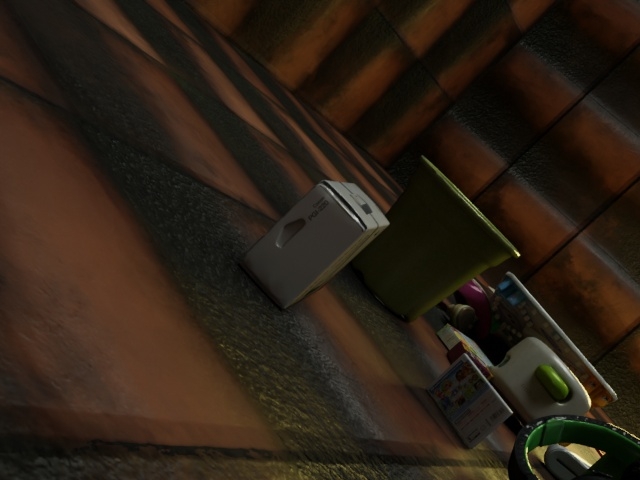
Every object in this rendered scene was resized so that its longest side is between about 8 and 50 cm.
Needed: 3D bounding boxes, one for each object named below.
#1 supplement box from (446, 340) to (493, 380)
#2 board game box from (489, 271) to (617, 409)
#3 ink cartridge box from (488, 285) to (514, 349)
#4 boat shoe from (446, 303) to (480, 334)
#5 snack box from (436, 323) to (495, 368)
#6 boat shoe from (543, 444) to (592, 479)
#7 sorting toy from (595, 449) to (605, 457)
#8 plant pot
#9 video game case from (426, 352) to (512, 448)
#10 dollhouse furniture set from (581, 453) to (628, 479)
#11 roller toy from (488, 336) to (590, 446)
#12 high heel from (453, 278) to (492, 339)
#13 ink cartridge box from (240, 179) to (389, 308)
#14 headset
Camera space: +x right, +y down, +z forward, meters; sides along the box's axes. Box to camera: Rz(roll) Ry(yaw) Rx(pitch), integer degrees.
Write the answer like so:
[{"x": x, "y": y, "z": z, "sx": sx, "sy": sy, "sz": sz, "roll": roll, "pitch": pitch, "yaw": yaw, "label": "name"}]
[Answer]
[{"x": 0.305, "y": 0.254, "z": 1.565, "sx": 0.083, "sy": 0.043, "sz": 0.055, "roll": 42, "pitch": 12, "yaw": -16, "label": "supplement box"}, {"x": 0.573, "y": 0.294, "z": 2.017, "sx": 0.390, "sy": 0.050, "sz": 0.390, "roll": 52, "pitch": -9, "yaw": 16, "label": "board game box"}, {"x": 0.596, "y": 0.305, "z": 2.254, "sx": 0.308, "sy": 0.091, "sz": 0.385, "roll": 51, "pitch": 7, "yaw": 25, "label": "ink cartridge box"}, {"x": 0.347, "y": 0.191, "z": 1.931, "sx": 0.072, "sy": 0.068, "sz": 0.190, "roll": 37, "pitch": -4, "yaw": 26, "label": "boat shoe"}, {"x": 0.324, "y": 0.247, "z": 1.679, "sx": 0.141, "sy": 0.037, "sz": 0.100, "roll": 34, "pitch": 17, "yaw": -46, "label": "snack box"}, {"x": 0.536, "y": 0.479, "z": 1.496, "sx": 0.226, "sy": 0.083, "sz": 0.076, "roll": 47, "pitch": 12, "yaw": 10, "label": "boat shoe"}, {"x": 0.769, "y": 0.629, "z": 1.915, "sx": 0.274, "sy": 0.046, "sz": 0.132, "roll": 42, "pitch": 12, "yaw": -20, "label": "sorting toy"}, {"x": 0.210, "y": 0.016, "z": 1.528, "sx": 0.276, "sy": 0.254, "sz": 0.276, "roll": 43, "pitch": 11, "yaw": -10, "label": "plant pot"}, {"x": 0.230, "y": 0.249, "z": 1.191, "sx": 0.011, "sy": 0.087, "sz": 0.122, "roll": 29, "pitch": 20, "yaw": -50, "label": "video game case"}, {"x": 0.541, "y": 0.513, "z": 1.213, "sx": 0.197, "sy": 0.151, "sz": 0.301, "roll": 37, "pitch": 14, "yaw": -37, "label": "dollhouse furniture set"}, {"x": 0.445, "y": 0.314, "z": 1.586, "sx": 0.209, "sy": 0.146, "sz": 0.191, "roll": 52, "pitch": 0, "yaw": -34, "label": "roller toy"}, {"x": 0.327, "y": 0.127, "z": 2.025, "sx": 0.377, "sy": 0.181, "sz": 0.127, "roll": 67, "pitch": -11, "yaw": -17, "label": "high heel"}, {"x": 0.000, "y": 0.000, "z": 1.059, "sx": 0.092, "sy": 0.158, "sz": 0.218, "roll": 48, "pitch": 12, "yaw": 8, "label": "ink cartridge box"}, {"x": 0.435, "y": 0.365, "z": 1.063, "sx": 0.243, "sy": 0.185, "sz": 0.394, "roll": -4, "pitch": 30, "yaw": -22, "label": "headset"}]
